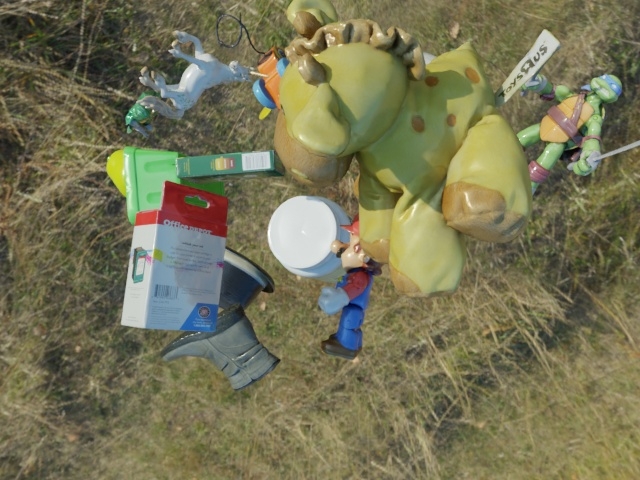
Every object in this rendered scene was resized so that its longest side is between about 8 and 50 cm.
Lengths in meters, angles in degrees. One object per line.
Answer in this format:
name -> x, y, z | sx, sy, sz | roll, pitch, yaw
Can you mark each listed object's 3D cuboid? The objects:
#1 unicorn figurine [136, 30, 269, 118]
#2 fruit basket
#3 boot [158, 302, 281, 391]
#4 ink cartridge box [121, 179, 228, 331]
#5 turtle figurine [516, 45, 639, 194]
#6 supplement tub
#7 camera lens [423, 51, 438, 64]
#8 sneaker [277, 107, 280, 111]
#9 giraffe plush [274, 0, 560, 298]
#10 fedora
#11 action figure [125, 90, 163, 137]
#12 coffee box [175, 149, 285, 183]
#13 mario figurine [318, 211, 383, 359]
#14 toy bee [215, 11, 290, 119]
unicorn figurine -> -0.171, -0.230, 0.711 | 0.162, 0.060, 0.111 | -31, 140, 24
fruit basket -> -0.544, -0.177, 1.691 | 0.392, 0.392, 0.283 | -6, 87, 6
boot -> -0.209, 0.242, 1.034 | 0.246, 0.083, 0.161 | -28, 96, 29
ink cartridge box -> -0.235, 0.030, 0.845 | 0.078, 0.231, 0.134 | -3, 168, 43
turtle figurine -> 0.399, -0.194, 0.914 | 0.198, 0.275, 0.266 | 39, 124, -2
supplement tub -> 0.000, 0.000, 1.516 | 0.235, 0.325, 0.235 | -3, 81, 18
camera lens -> 0.342, -0.440, 1.565 | 0.219, 0.274, 0.219 | -14, 127, -19
sneaker -> -0.051, -0.362, 1.490 | 0.093, 0.225, 0.088 | -42, 159, -3
giraffe plush -> 0.043, -0.078, 0.363 | 0.170, 0.181, 0.210 | 12, 116, -28
fedora -> -0.325, 0.135, 1.722 | 0.334, 0.152, 0.334 | 24, 157, 11
action figure -> -0.369, -0.269, 1.084 | 0.063, 0.232, 0.137 | 39, 92, -17
coffee box -> -0.167, -0.138, 0.965 | 0.184, 0.113, 0.040 | -4, 91, 7
mario figurine -> 0.055, 0.088, 1.142 | 0.170, 0.198, 0.321 | 15, 87, -22
toy bee -> -0.073, -0.366, 1.128 | 0.195, 0.162, 0.298 | -9, 113, 24
